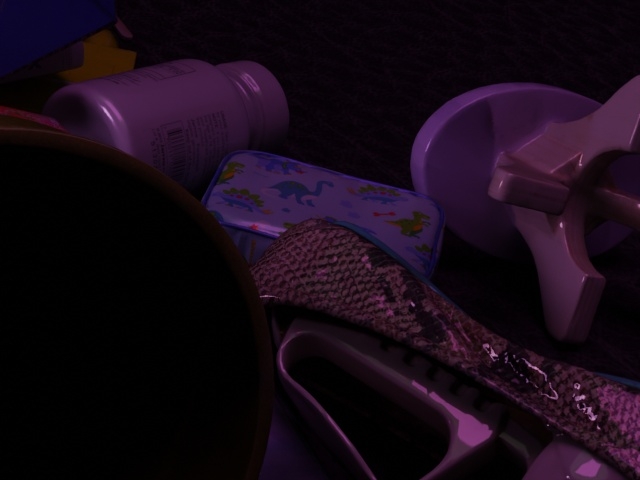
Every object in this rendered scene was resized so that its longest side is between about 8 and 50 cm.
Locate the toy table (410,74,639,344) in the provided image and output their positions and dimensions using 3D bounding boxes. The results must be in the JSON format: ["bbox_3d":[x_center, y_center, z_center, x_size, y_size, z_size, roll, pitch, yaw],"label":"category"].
[{"bbox_3d":[0.237,-0.046,1.463,0.274,0.252,0.161,-1,18,-25],"label":"toy table"}]

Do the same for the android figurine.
[{"bbox_3d":[-0.277,-0.154,1.582,0.248,0.056,0.273,10,29,-9],"label":"android figurine"}]

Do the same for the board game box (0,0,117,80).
[{"bbox_3d":[-0.369,-0.246,1.404,0.291,0.141,0.232,10,27,24],"label":"board game box"}]

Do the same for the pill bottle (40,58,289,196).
[{"bbox_3d":[-0.142,-0.102,1.474,0.131,0.131,0.229,33,34,29],"label":"pill bottle"}]

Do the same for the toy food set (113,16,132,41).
[{"bbox_3d":[-0.315,-0.268,1.782,0.192,0.039,0.132,-5,35,-32],"label":"toy food set"}]

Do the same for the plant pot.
[{"bbox_3d":[-0.271,0.056,0.959,0.366,0.366,0.353,-4,23,-31],"label":"plant pot"}]

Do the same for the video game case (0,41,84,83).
[{"bbox_3d":[-0.444,-0.210,1.547,0.300,0.036,0.329,-17,34,-33],"label":"video game case"}]

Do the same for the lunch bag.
[{"bbox_3d":[0.000,0.000,1.403,0.219,0.090,0.176,15,30,1],"label":"lunch bag"}]

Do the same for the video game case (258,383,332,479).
[{"bbox_3d":[-0.120,0.129,1.189,0.196,0.026,0.274,-1,33,-26],"label":"video game case"}]

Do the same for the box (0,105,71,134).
[{"bbox_3d":[-0.302,-0.042,1.235,0.257,0.123,0.128,11,22,-46],"label":"box"}]

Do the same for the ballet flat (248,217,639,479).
[{"bbox_3d":[0.121,0.148,1.155,0.482,0.164,0.182,29,50,25],"label":"ballet flat"}]
